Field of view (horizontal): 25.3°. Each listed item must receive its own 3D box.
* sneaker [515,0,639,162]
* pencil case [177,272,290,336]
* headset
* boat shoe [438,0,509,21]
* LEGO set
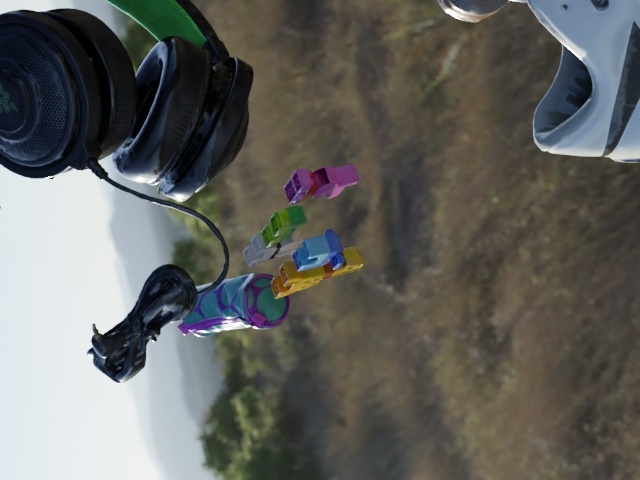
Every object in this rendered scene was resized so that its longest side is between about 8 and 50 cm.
[{"bbox_3d":[0.145,-0.182,0.716,0.122,0.146,0.330,-100,-1,-62],"label":"sneaker"},{"bbox_3d":[-0.104,0.078,1.684,0.064,0.070,0.152,49,147,-20],"label":"pencil case"},{"bbox_3d":[-0.177,-0.088,1.155,0.185,0.243,0.394,-51,47,34],"label":"headset"},{"bbox_3d":[0.177,-0.354,1.570,0.116,0.123,0.324,-49,20,52],"label":"boat shoe"},{"bbox_3d":[0.000,0.000,1.486,0.227,0.093,0.087,129,124,-64],"label":"LEGO set"}]
